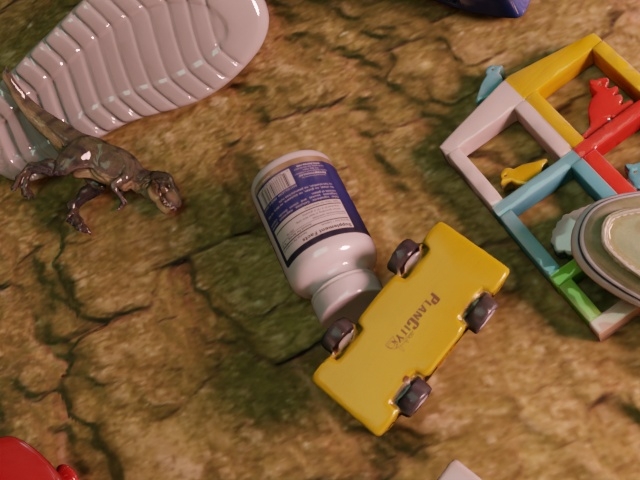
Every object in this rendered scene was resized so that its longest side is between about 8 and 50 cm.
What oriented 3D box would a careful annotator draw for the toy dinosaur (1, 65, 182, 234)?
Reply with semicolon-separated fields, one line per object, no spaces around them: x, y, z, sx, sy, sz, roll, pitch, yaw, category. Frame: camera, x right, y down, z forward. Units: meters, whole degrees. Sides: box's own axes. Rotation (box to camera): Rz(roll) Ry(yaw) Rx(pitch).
-0.293;-0.084;0.930;0.268;0.064;0.118;33;89;1;toy dinosaur

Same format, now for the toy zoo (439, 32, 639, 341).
0.249;-0.075;0.744;0.192;0.030;0.293;-36;60;5;toy zoo

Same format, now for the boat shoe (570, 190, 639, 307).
0.349;0.020;0.599;0.302;0.094;0.109;14;83;19;boat shoe

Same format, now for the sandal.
-0.259;-0.222;0.974;0.416;0.169;0.102;-25;21;12;sandal

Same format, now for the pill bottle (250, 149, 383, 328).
0.000;0.000;0.780;0.094;0.094;0.169;-30;61;9;pill bottle

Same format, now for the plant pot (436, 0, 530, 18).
0.124;-0.400;0.824;0.212;0.236;0.236;13;73;34;plant pot

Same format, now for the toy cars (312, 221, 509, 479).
0.085;0.182;0.675;0.176;0.087;0.394;-4;71;9;toy cars

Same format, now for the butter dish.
-0.301;0.267;0.788;0.160;0.118;0.160;33;126;31;butter dish
